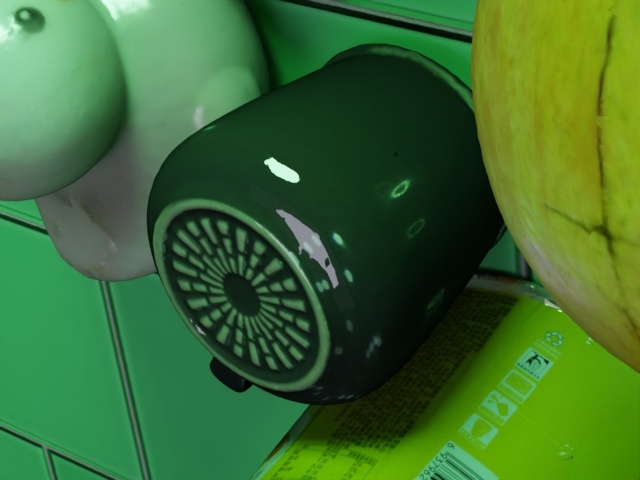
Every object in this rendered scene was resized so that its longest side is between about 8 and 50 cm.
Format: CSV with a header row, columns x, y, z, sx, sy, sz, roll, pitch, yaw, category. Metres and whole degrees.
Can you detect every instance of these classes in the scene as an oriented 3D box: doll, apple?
x,y,z,sx,sy,sz,roll,pitch,yaw,category
-0.149,-0.079,0.975,0.221,0.221,0.251,22,133,30,doll
0.190,-0.067,0.618,0.286,0.286,0.233,3,114,42,apple

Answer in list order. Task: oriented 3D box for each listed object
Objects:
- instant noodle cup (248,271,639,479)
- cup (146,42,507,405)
x,y,z,sx,sy,sz,roll,pitch,yaw,category
0.076,0.176,0.971,0.264,0.200,0.264,23,134,27,instant noodle cup
0.000,0.000,0.922,0.169,0.176,0.223,40,143,8,cup
